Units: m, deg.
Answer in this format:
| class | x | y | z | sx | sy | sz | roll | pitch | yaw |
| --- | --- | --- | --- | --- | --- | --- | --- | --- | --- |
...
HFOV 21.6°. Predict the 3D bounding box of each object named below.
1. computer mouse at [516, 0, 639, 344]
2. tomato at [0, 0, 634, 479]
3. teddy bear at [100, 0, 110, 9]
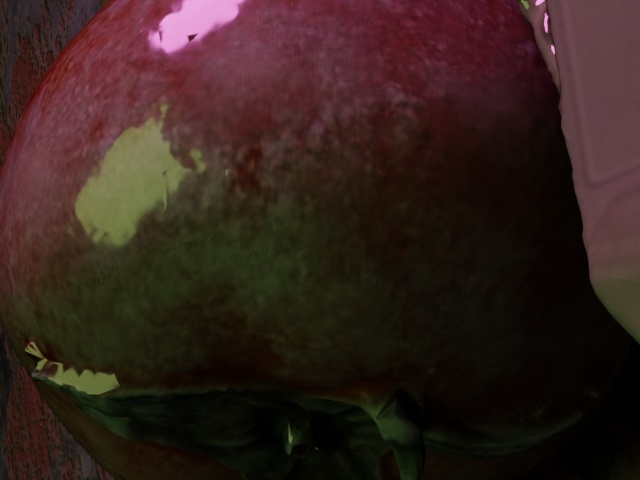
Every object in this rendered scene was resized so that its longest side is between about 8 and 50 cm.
| class | x | y | z | sx | sy | sz | roll | pitch | yaw |
| --- | --- | --- | --- | --- | --- | --- | --- | --- | --- |
| computer mouse | 0.195 | -0.089 | 0.629 | 0.228 | 0.145 | 0.429 | -48 | 32 | 36 |
| tomato | 0.000 | 0.000 | 0.817 | 0.317 | 0.316 | 0.283 | -48 | 31 | 46 |
| teddy bear | -0.088 | -0.248 | 1.270 | 0.296 | 0.222 | 0.246 | 16 | 89 | 20 |
